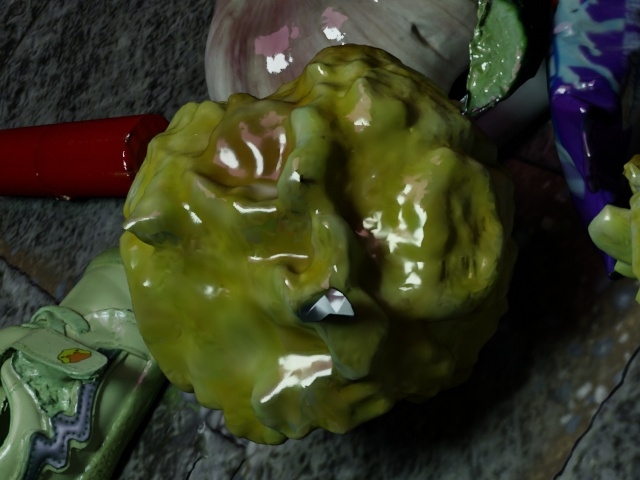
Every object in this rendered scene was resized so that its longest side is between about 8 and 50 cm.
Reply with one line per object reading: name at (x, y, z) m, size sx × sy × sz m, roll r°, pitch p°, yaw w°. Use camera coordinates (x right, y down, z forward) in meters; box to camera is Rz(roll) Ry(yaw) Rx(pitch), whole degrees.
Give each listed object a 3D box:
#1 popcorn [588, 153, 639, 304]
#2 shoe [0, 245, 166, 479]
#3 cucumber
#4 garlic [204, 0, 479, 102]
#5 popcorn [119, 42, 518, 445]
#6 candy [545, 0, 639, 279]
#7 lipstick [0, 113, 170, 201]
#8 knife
popcorn at (0.213, -0.007, 0.849) m, size 0.162 × 0.141 × 0.135 m, roll 18°, pitch 37°, yaw 27°
shoe at (-0.192, 0.116, 1.248) m, size 0.140 × 0.128 × 0.262 m, roll 10°, pitch 70°, yaw 38°
cucumber at (0.120, -0.139, 1.016) m, size 0.046 × 0.070 × 0.220 m, roll 2°, pitch 21°, yaw 12°
garlic at (-0.018, -0.182, 1.180) m, size 0.245 × 0.253 × 0.245 m, roll -32°, pitch 44°, yaw 37°
popcorn at (-0.002, 0.007, 0.991) m, size 0.249 × 0.249 × 0.225 m, roll -31°, pitch 7°, yaw 29°
candy at (0.173, -0.115, 0.998) m, size 0.070 × 0.145 × 0.275 m, roll 1°, pitch 56°, yaw 12°
lipstick at (-0.228, -0.071, 1.483) m, size 0.279 × 0.073 × 0.073 m, roll 1°, pitch 61°, yaw 49°
knife at (0.074, -0.058, 1.142) m, size 0.265 × 0.040 × 0.073 m, roll -38°, pitch 20°, yaw 20°
